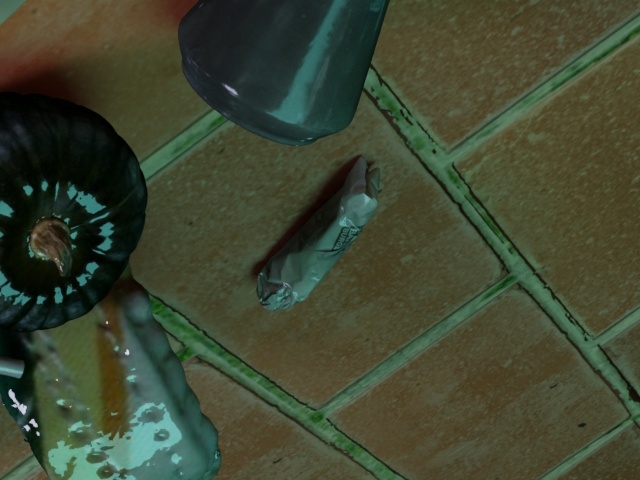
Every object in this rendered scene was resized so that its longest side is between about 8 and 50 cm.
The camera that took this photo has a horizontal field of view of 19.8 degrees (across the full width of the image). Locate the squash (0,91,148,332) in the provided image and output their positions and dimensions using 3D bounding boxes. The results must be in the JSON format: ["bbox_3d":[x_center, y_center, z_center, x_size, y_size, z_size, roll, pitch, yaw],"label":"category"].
[{"bbox_3d":[-0.252,-0.024,1.550,0.218,0.218,0.172,-17,-176,-24],"label":"squash"}]

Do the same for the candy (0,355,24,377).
[{"bbox_3d":[-0.423,0.074,1.521,0.365,0.124,0.124,15,129,-24],"label":"candy"}]

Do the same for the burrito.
[{"bbox_3d":[0.001,0.000,1.953,0.064,0.064,0.203,8,131,-48],"label":"burrito"}]

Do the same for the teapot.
[{"bbox_3d":[-0.001,-0.213,1.559,0.225,0.171,0.203,-57,174,25],"label":"teapot"}]

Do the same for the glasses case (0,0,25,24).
[{"bbox_3d":[-0.318,-0.243,1.289,0.131,0.070,0.313,-41,149,14],"label":"glasses case"}]

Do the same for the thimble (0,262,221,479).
[{"bbox_3d":[-0.214,0.138,1.730,0.167,0.288,0.254,-26,-168,-8],"label":"thimble"}]
